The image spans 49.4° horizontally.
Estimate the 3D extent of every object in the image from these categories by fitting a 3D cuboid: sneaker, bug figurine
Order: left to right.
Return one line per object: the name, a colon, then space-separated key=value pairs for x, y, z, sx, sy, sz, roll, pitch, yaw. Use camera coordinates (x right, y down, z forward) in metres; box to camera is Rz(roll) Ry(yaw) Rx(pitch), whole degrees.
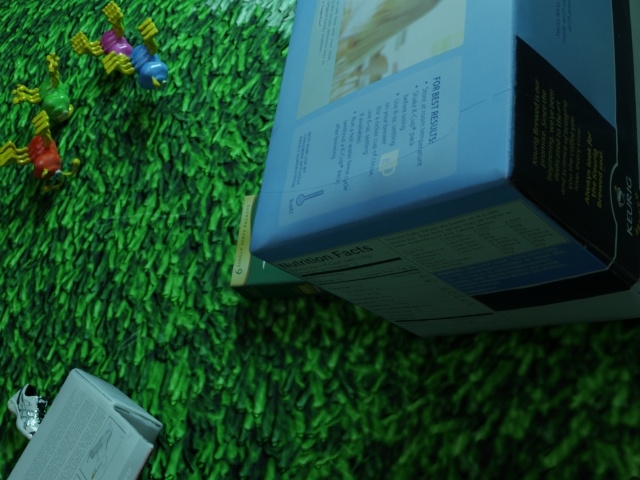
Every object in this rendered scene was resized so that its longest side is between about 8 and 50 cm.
sneaker: x=-0.321 y=0.193 z=0.779 sx=0.083 sy=0.032 sz=0.037 roll=37 pitch=85 yaw=34
bug figurine: x=-0.319 y=-0.205 z=0.958 sx=0.279 sy=0.072 sz=0.216 roll=-37 pitch=49 yaw=10

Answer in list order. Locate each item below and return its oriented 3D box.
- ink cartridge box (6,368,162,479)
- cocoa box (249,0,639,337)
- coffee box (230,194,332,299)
ink cartridge box: x=-0.239 y=0.284 z=0.611 sx=0.261 sy=0.066 sz=0.296 roll=9 pitch=67 yaw=56
cocoa box: x=0.120 y=-0.122 z=0.573 sx=0.231 sy=0.228 sz=0.347 roll=-15 pitch=57 yaw=43
coffee box: x=0.000 y=0.000 z=0.718 sx=0.184 sy=0.040 sz=0.113 roll=-4 pitch=64 yaw=24
